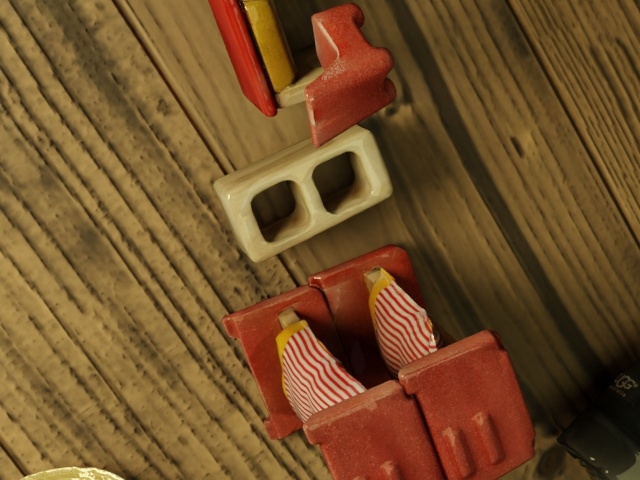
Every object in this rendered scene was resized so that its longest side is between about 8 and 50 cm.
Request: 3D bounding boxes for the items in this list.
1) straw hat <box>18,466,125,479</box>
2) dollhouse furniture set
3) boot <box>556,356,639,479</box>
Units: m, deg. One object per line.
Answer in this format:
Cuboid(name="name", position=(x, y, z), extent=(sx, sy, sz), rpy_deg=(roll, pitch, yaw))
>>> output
Cuboid(name="straw hat", position=(-0.184, 0.242, 1.448), extent=(0.144, 0.144, 0.061), rpy_deg=(-35, 158, -6))
Cuboid(name="dollhouse furniture set", position=(0.000, 0.000, 1.359), extent=(0.152, 0.201, 0.374), rpy_deg=(-26, 115, -10))
Cuboid(name="boot", position=(0.467, 0.117, 1.595), extent=(0.445, 0.146, 0.367), rpy_deg=(-47, 110, -4))
